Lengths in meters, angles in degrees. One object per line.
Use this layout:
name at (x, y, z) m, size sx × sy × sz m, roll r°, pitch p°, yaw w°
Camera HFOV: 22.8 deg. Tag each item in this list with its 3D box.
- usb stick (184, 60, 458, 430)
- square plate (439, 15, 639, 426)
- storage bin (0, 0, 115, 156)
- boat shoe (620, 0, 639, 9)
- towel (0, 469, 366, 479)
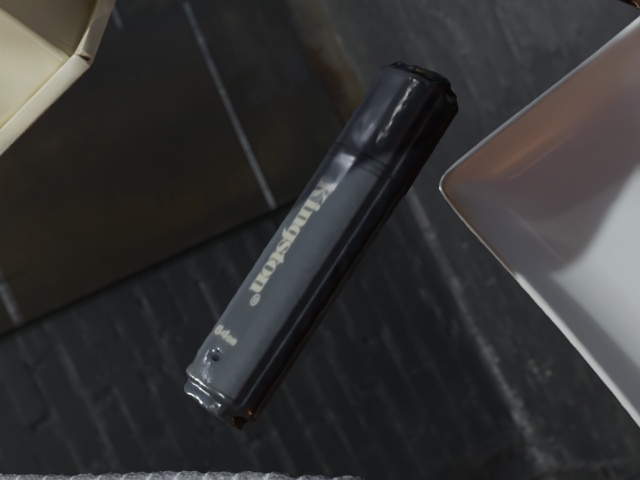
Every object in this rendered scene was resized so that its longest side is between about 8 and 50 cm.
usb stick at (0.000, 0.000, 1.089) m, size 0.045 × 0.278 × 0.077 m, roll 36°, pitch 175°, yaw -42°
square plate at (0.323, -0.019, 1.135) m, size 0.344 × 0.347 × 0.049 m, roll 51°, pitch -178°, yaw 10°
storage bin at (-0.242, -0.154, 1.049) m, size 0.123 × 0.260 × 0.262 m, roll 35°, pitch 129°, yaw -21°
boat shoe at (0.249, -0.264, 1.347) m, size 0.307 × 0.110 × 0.104 m, roll 25°, pitch -178°, yaw 8°
towel at (-0.089, 0.235, 0.806) m, size 0.121 × 0.284 × 0.235 m, roll 36°, pitch -126°, yaw -61°
